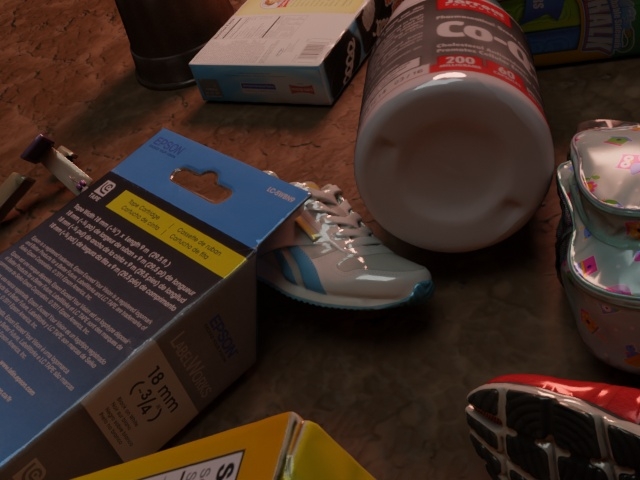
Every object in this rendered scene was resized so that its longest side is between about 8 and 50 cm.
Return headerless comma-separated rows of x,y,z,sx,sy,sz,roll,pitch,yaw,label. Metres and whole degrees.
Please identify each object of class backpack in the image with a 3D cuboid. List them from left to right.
0.254,0.002,0.692,0.166,0.144,0.188,-4,44,13,backpack

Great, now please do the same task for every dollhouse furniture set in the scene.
-0.318,-0.049,1.118,0.081,0.091,0.114,41,89,6,dollhouse furniture set

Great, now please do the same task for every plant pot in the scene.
-0.193,-0.311,1.247,0.167,0.165,0.167,-12,38,10,plant pot

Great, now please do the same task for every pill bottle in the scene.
0.118,-0.128,0.875,0.161,0.161,0.283,-11,31,13,pill bottle

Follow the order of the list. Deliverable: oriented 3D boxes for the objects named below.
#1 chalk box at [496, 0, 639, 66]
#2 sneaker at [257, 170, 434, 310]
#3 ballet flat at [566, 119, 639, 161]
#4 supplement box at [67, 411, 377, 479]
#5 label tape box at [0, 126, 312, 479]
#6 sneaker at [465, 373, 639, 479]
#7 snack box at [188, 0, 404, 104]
0.270,-0.309,1.022,0.289,0.179,0.180,-5,41,20,chalk box
0.000,0.000,0.827,0.229,0.092,0.087,20,14,38,sneaker
0.325,-0.061,0.796,0.250,0.084,0.058,8,71,32,ballet flat
-0.103,0.245,0.429,0.357,0.195,0.194,-23,32,36,supplement box
-0.181,0.063,0.837,0.334,0.106,0.241,-41,42,-21,label tape box
0.231,0.132,0.604,0.279,0.107,0.118,8,28,28,sneaker
-0.005,-0.289,1.218,0.187,0.060,0.322,7,46,30,snack box
